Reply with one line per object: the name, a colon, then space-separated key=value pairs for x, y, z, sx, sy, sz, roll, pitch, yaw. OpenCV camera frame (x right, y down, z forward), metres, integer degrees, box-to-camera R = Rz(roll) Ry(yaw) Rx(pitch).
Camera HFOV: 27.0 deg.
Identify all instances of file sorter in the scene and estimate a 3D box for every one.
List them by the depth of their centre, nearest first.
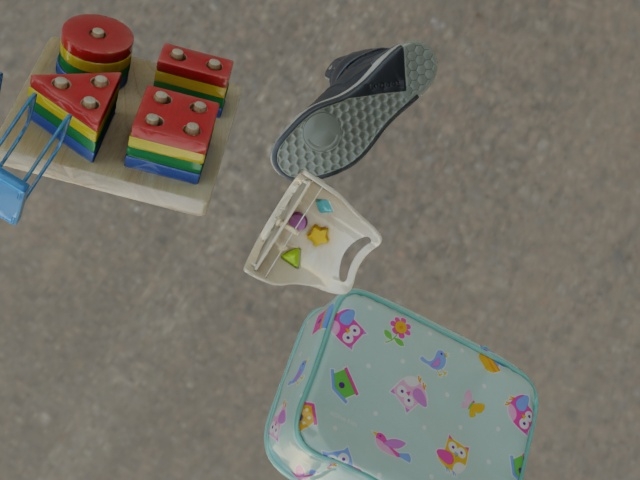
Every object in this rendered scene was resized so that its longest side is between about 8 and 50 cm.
file sorter: x=-0.350 y=-0.115 z=1.337 sx=0.170 sy=0.104 sz=0.118 roll=31 pitch=158 yaw=-7

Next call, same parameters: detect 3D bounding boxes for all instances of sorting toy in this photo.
sorting toy: x=0.000 y=0.000 z=0.926 sx=0.075 sy=0.045 sz=0.083 roll=31 pitch=105 yaw=-7
sorting toy: x=-0.232 y=-0.169 z=1.601 sx=0.255 sy=0.257 sz=0.089 roll=15 pitch=129 yaw=-4

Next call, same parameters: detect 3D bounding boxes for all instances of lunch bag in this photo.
lunch bag: x=0.092 y=0.188 z=1.411 sx=0.279 sy=0.224 sz=0.108 roll=29 pitch=146 yaw=-16

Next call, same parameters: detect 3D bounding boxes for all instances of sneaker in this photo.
sneaker: x=0.020 y=-0.149 z=1.567 sx=0.086 sy=0.226 sz=0.163 roll=56 pitch=168 yaw=-16
